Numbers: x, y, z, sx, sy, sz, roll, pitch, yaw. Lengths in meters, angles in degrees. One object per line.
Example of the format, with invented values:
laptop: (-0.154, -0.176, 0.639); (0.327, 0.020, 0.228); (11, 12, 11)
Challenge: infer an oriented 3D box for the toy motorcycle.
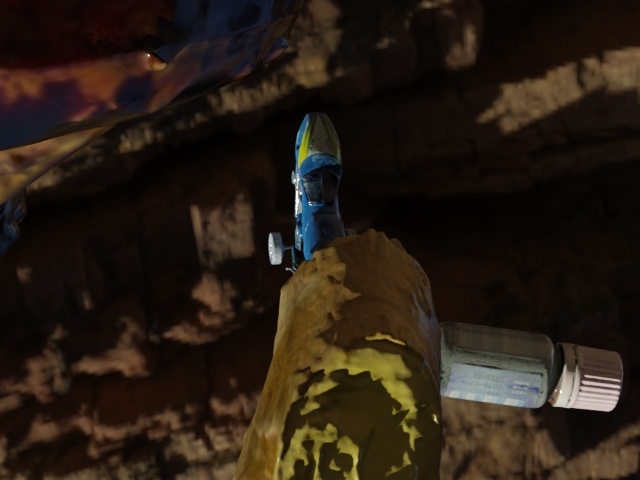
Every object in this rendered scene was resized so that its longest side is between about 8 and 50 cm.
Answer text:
toy motorcycle: (0.000, 0.000, 1.356); (0.092, 0.135, 0.254); (-1, -109, -9)

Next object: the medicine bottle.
medicine bottle: (0.220, 0.139, 1.437); (0.203, 0.083, 0.083); (8, -142, -1)

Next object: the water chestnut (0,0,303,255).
water chestnut: (-0.114, -0.096, 0.431); (0.223, 0.238, 0.224); (-5, -165, 1)

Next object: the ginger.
ginger: (0.009, 0.128, 0.971); (0.130, 0.276, 0.221); (23, 180, -16)
